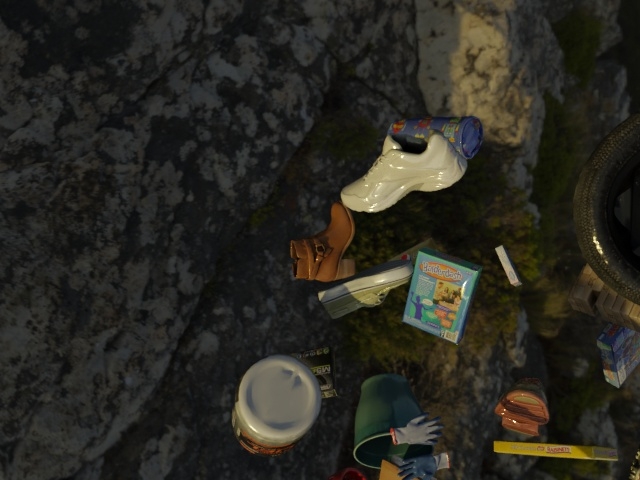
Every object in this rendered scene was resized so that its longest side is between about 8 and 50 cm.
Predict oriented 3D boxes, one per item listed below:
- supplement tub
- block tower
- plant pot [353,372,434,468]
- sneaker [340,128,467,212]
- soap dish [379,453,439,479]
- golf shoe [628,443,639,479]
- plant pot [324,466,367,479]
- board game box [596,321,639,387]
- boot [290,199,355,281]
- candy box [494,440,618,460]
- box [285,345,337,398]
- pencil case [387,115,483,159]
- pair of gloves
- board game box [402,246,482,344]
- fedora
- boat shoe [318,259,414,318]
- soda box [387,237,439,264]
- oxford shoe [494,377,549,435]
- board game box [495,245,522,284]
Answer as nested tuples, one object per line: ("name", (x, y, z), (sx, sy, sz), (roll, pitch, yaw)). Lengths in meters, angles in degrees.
("supplement tub", (-0.122, 0.436, 1.395), (0.207, 0.338, 0.207), (5, 61, -8))
("block tower", (0.680, 0.143, 1.092), (0.091, 0.335, 0.097), (41, 76, -42))
("plant pot", (0.244, 0.622, 1.905), (0.271, 0.271, 0.255), (45, 29, -35))
("sneaker", (0.125, -0.129, 0.934), (0.115, 0.232, 0.090), (54, 32, -27))
("soap dish", (0.308, 0.818, 1.746), (0.118, 0.229, 0.291), (-56, 149, -22))
("golf shoe", (0.782, 0.432, 1.195), (0.105, 0.120, 0.273), (-4, 109, -53))
("plant pot", (0.068, 0.927, 1.928), (0.191, 0.174, 0.191), (39, 34, -32))
("board game box", (0.700, 0.237, 1.246), (0.136, 0.035, 0.201), (-44, 131, -12))
("boot", (0.000, 0.000, 1.849), (0.220, 0.109, 0.284), (0, 86, -22))
("candy box", (0.465, 0.419, 1.082), (0.105, 0.206, 0.027), (22, 63, -36))
("box", (-0.042, 0.463, 1.864), (0.184, 0.190, 0.045), (-91, 166, -51))
("pencil case", (0.341, -0.305, 1.636), (0.119, 0.306, 0.133), (-44, 122, -25))
("pair of gloves", (0.279, 0.584, 1.512), (0.159, 0.023, 0.198), (-10, 92, -11))
("board game box", (0.309, 0.140, 1.393), (0.047, 0.160, 0.210), (-25, 130, -54))
("fedora", (0.520, -0.051, 0.746), (0.152, 0.334, 0.334), (-25, 113, -73))
("boat shoe", (0.132, 0.133, 1.480), (0.109, 0.302, 0.094), (-34, 99, -54))
("soda box", (0.331, 0.055, 1.946), (0.181, 0.061, 0.058), (-29, 87, 6))
("oxford shoe", (0.590, 0.458, 1.580), (0.397, 0.140, 0.147), (65, 41, -59))
("board game box", (0.442, 0.061, 1.267), (0.090, 0.020, 0.090), (16, 51, -62))
